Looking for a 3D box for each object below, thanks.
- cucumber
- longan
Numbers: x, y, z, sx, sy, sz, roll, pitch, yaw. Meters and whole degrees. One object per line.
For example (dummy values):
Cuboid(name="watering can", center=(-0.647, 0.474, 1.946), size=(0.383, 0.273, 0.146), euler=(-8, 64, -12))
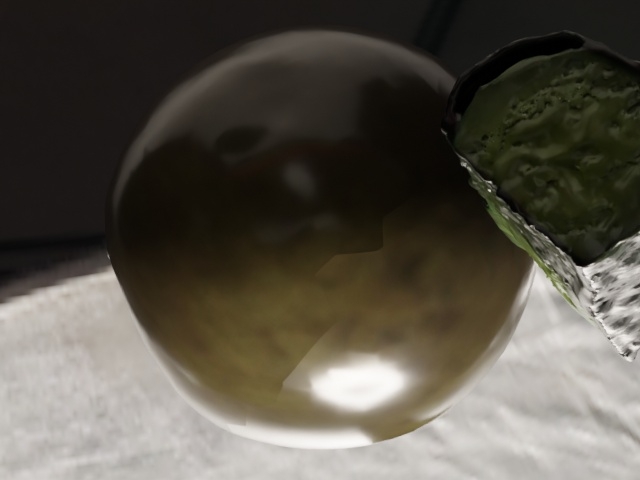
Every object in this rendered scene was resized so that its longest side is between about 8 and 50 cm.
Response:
Cuboid(name="cucumber", center=(0.099, -0.013, 0.672), size=(0.062, 0.078, 0.211), euler=(-43, 163, 3))
Cuboid(name="longan", center=(0.000, 0.000, 0.864), size=(0.197, 0.196, 0.220), euler=(-3, 158, -11))
